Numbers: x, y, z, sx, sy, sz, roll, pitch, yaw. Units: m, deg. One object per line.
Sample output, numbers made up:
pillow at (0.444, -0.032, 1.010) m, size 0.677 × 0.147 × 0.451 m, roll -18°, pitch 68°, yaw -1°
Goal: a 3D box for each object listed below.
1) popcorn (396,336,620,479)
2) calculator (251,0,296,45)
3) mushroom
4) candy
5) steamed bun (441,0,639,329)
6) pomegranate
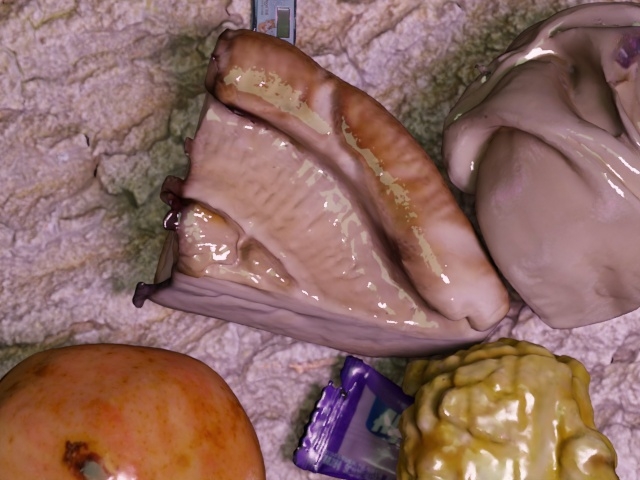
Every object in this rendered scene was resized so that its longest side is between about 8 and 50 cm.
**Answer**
popcorn at (0.188, 0.217, 1.087) m, size 0.255 × 0.195 × 0.256 m, roll 32°, pitch 64°, yaw 8°
calculator at (-0.058, -0.227, 1.271) m, size 0.057 × 0.018 × 0.172 m, roll 2°, pitch 80°, yaw -5°
mushroom at (0.025, -0.033, 1.169) m, size 0.397 × 0.224 × 0.313 m, roll 17°, pitch 69°, yaw -7°
candy at (0.114, 0.253, 1.185) m, size 0.275 × 0.070 × 0.145 m, roll 28°, pitch 74°, yaw 0°
steamed bun at (0.324, -0.101, 1.115) m, size 0.342 × 0.255 × 0.367 m, roll 47°, pitch 60°, yaw -3°
pomegranate at (-0.224, 0.256, 1.050) m, size 0.343 × 0.342 × 0.342 m, roll 0°, pitch 82°, yaw -3°
